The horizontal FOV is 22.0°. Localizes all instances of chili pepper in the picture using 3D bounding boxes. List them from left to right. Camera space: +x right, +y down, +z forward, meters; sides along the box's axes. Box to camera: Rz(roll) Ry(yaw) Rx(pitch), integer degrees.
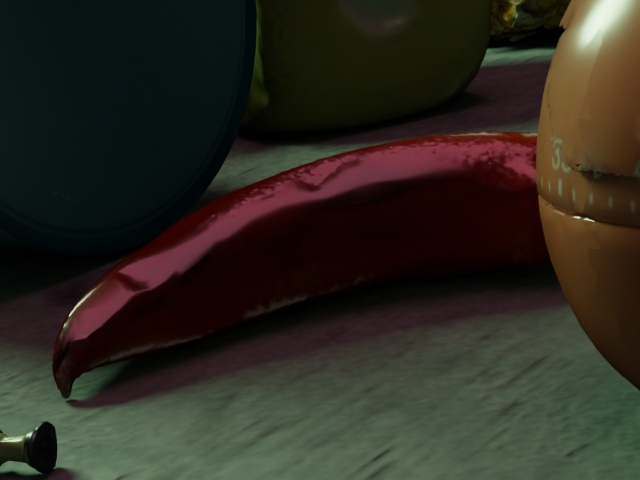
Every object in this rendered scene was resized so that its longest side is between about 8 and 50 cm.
[{"bbox_3d":[0.026,0.006,0.945,0.368,0.092,0.137,-17,35,-6],"label":"chili pepper"}]

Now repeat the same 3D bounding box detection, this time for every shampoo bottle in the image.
[{"bbox_3d":[-0.280,-0.158,1.202,0.343,0.331,0.331,3,19,39],"label":"shampoo bottle"}]

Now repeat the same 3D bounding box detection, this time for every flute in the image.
[{"bbox_3d":[-0.236,0.101,0.809,0.233,0.027,0.027,-2,17,20],"label":"flute"}]

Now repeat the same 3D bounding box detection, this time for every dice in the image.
[{"bbox_3d":[0.006,-0.234,1.492,0.227,0.238,0.233,-14,17,-19],"label":"dice"}]

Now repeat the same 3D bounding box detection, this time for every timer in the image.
[{"bbox_3d":[0.207,-0.035,0.713,0.229,0.215,0.229,-7,15,2],"label":"timer"}]

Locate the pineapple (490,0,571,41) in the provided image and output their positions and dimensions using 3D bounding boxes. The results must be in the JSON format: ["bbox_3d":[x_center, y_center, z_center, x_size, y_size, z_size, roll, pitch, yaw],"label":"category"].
[{"bbox_3d":[0.206,-0.371,1.763,0.352,0.300,0.352,-6,16,2],"label":"pineapple"}]
